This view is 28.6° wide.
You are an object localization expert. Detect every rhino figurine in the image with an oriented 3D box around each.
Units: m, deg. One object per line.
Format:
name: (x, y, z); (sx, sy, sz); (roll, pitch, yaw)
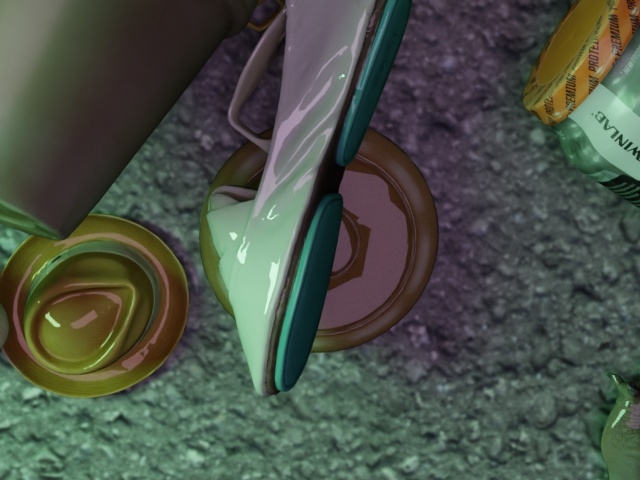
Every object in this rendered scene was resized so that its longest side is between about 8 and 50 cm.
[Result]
rhino figurine: (0.334, 0.216, 1.265); (0.106, 0.073, 0.243); (-4, 101, -6)

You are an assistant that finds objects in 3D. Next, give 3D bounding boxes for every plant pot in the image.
plant pot: (-0.235, -0.164, 0.987); (0.323, 0.323, 0.280); (24, 80, -8)
plant pot: (0.000, 0.000, 1.219); (0.236, 0.032, 0.236); (-1, 103, -3)

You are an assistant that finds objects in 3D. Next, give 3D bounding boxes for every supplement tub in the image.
supplement tub: (0.355, -0.101, 1.138); (0.316, 0.193, 0.193); (30, 98, -9)

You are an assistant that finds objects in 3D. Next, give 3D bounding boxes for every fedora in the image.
fedora: (-0.221, 0.069, 1.196); (0.194, 0.079, 0.194); (-1, 102, -4)

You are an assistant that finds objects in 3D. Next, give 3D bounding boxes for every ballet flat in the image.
ballet flat: (-0.030, -0.064, 1.136); (0.139, 0.139, 0.400); (15, 96, -7)

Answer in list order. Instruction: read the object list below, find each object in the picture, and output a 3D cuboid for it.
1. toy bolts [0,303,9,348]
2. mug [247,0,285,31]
toy bolts: (-0.324, 0.020, 1.111); (0.158, 0.228, 0.218); (37, 90, -10)
mug: (-0.074, -0.227, 1.154); (0.064, 0.062, 0.078); (-43, 95, 14)
